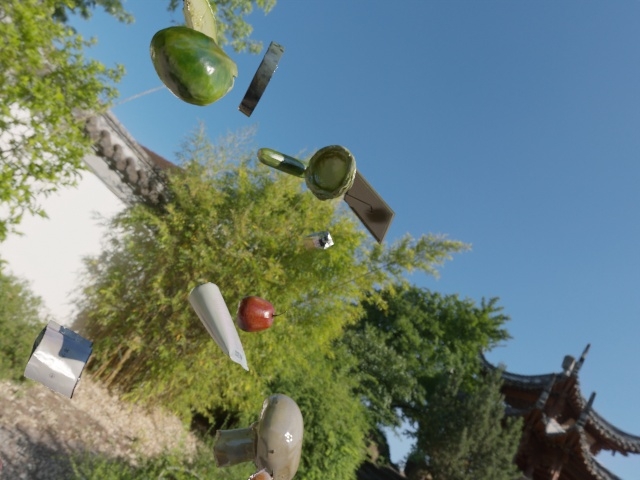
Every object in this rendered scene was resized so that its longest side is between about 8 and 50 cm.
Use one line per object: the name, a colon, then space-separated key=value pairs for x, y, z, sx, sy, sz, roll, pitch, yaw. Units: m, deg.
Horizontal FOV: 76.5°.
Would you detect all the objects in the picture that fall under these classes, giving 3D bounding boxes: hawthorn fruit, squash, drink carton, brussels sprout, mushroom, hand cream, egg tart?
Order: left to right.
brussels sprout: x=-0.264 y=-0.361 z=0.853 sx=0.181 sy=0.143 sz=0.162 roll=2 pitch=24 yaw=-43
squash: x=-0.427 y=-0.767 z=1.495 sx=0.169 sy=0.093 sz=0.251 roll=-4 pitch=-78 yaw=69
hand cream: x=-0.375 y=0.318 z=1.510 sx=0.358 sy=0.118 sz=0.185 roll=53 pitch=-12 yaw=30
mushroom: x=-0.204 y=0.661 z=1.362 sx=0.291 sy=0.292 sz=0.292 roll=5 pitch=-23 yaw=-6
hawthorn fruit: x=-0.251 y=0.316 z=1.711 sx=0.204 sy=0.162 sz=0.162 roll=12 pitch=-23 yaw=-3
squash: x=-0.122 y=-0.271 z=1.435 sx=0.229 sy=0.066 sz=0.066 roll=13 pitch=-2 yaw=-41
drink carton: x=0.000 y=0.000 z=1.835 sx=0.200 sy=0.075 sz=0.084 roll=-7 pitch=-74 yaw=55
egg tart: x=0.043 y=-0.226 z=1.378 sx=0.197 sy=0.197 sz=0.078 roll=25 pitch=6 yaw=28

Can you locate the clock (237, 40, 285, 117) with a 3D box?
clock: x=-0.167 y=-0.448 z=1.132 sx=0.042 sy=0.214 sz=0.215 roll=26 pitch=-19 yaw=-18

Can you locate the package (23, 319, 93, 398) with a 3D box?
package: x=-0.984 y=0.448 z=1.530 sx=0.204 sy=0.062 sz=0.250 roll=50 pitch=19 yaw=-36

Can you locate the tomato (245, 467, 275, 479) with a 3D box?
tomato: x=-0.131 y=0.630 z=0.879 sx=0.155 sy=0.181 sz=0.213 roll=40 pitch=-32 yaw=31

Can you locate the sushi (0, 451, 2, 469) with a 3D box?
sushi: x=-0.727 y=0.512 z=0.820 sx=0.107 sy=0.241 sz=0.161 roll=51 pitch=-18 yaw=35

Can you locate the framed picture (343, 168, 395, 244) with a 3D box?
framed picture: x=0.195 y=-0.145 z=1.708 sx=0.289 sy=0.020 sz=0.211 roll=54 pitch=-27 yaw=26
